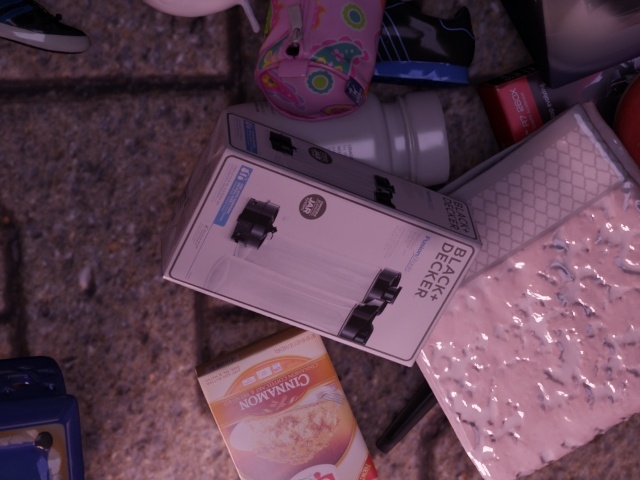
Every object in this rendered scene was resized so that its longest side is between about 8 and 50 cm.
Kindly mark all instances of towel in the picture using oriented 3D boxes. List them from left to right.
[{"bbox_3d":[0.234,0.061,1.875,0.332,0.053,0.317,-33,87,28],"label":"towel"}]

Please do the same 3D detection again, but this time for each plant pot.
[{"bbox_3d":[-0.358,0.257,1.835,0.236,0.212,0.236,-6,98,-21],"label":"plant pot"}]

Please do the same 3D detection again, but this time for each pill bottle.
[{"bbox_3d":[0.017,-0.095,1.895,0.229,0.131,0.131,-9,98,-4],"label":"pill bottle"}]

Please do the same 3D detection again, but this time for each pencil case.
[{"bbox_3d":[0.008,-0.264,1.827,0.124,0.124,0.284,14,66,-7],"label":"pencil case"}]

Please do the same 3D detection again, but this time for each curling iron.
[{"bbox_3d":[0.146,0.125,1.986,0.068,0.035,0.274,35,98,13],"label":"curling iron"}]

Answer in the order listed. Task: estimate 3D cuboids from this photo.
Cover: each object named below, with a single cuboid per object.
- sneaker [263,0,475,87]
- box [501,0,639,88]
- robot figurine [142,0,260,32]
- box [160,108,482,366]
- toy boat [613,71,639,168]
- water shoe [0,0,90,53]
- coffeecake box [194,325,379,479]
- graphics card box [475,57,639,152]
[{"bbox_3d":[0.052,-0.220,1.916,0.232,0.081,0.090,5,87,-9],"label":"sneaker"},{"bbox_3d":[0.328,-0.347,1.796,0.296,0.294,0.182,-21,56,-2],"label":"box"},{"bbox_3d":[-0.167,-0.364,1.778,0.353,0.300,0.200,43,58,14],"label":"robot figurine"},{"bbox_3d":[0.000,0.000,1.815,0.290,0.087,0.169,21,115,-17],"label":"box"},{"bbox_3d":[0.414,-0.090,1.831,0.231,0.151,0.151,42,91,-9],"label":"toy boat"},{"bbox_3d":[-0.336,-0.255,1.871,0.203,0.073,0.080,16,93,-8],"label":"water shoe"},{"bbox_3d":[-0.038,0.201,1.958,0.142,0.068,0.185,-23,99,-3],"label":"coffeecake box"},{"bbox_3d":[0.386,-0.130,1.948,0.371,0.094,0.233,-21,98,-4],"label":"graphics card box"}]
